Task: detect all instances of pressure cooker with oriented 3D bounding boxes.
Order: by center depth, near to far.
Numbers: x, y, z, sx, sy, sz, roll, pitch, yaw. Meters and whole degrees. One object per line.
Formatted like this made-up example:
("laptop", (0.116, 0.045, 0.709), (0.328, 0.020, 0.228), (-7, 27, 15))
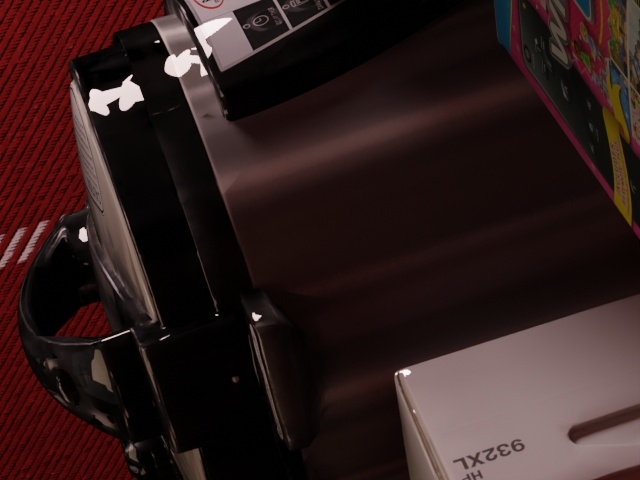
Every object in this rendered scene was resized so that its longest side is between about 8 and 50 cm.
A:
("pressure cooker", (0.002, 0.006, 1.295), (0.370, 0.420, 0.376), (85, 166, -65))

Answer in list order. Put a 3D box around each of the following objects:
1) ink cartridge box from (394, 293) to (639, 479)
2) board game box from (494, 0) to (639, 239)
("ink cartridge box", (0.180, 0.188, 1.166), (0.129, 0.223, 0.307), (-115, 10, -46))
("board game box", (0.177, -0.119, 0.967), (0.303, 0.097, 0.224), (-115, 10, -48))
